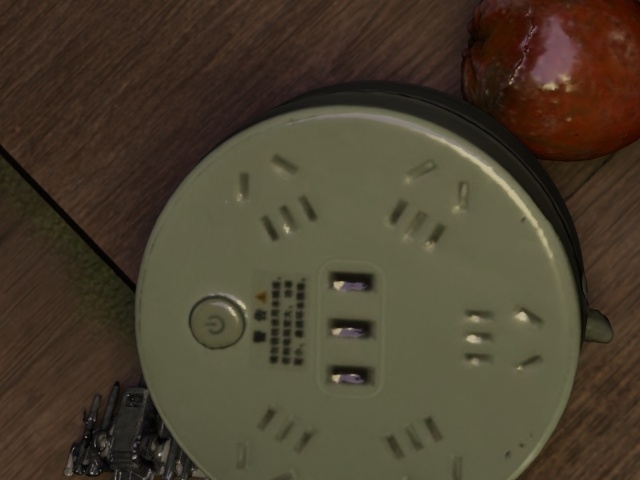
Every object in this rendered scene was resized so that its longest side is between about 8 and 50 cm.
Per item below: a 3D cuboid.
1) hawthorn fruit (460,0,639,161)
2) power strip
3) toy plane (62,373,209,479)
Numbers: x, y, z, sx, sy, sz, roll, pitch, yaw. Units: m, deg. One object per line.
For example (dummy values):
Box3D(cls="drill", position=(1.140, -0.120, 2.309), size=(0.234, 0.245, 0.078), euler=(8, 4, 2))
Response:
Box3D(cls="hawthorn fruit", position=(0.199, -0.144, 1.380), size=(0.173, 0.173, 0.173), euler=(-2, 78, 8))
Box3D(cls="power strip", position=(0.046, 0.049, 1.303), size=(0.357, 0.161, 0.357), euler=(2, 103, 10))
Box3D(cls="toy plane", position=(-0.147, 0.150, 1.412), size=(0.160, 0.082, 0.234), euler=(-2, 76, 35))
